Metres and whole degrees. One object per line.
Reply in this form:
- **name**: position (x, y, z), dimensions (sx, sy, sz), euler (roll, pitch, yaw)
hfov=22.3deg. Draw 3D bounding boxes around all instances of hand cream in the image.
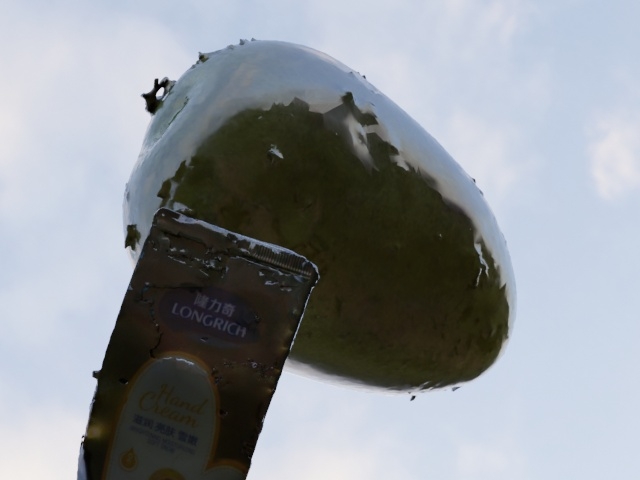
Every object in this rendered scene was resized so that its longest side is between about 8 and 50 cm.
- **hand cream**: position (-0.053, 0.074, 0.562), dimensions (0.039, 0.062, 0.163), euler (-28, -43, -73)

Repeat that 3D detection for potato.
- **potato**: position (0.008, -0.013, 1.345), dimensions (0.359, 0.269, 0.219), euler (27, -36, -29)
